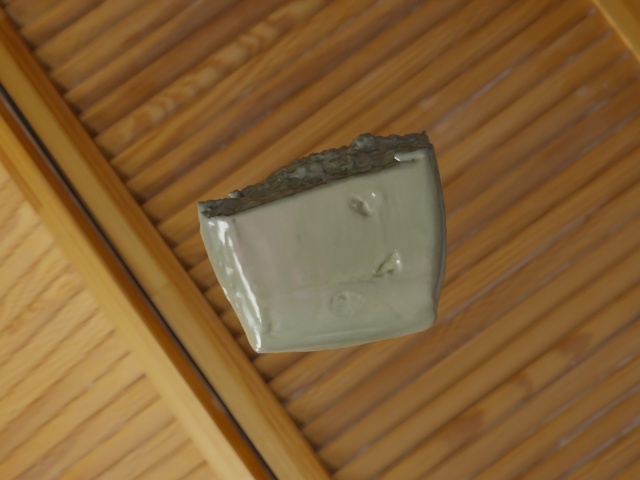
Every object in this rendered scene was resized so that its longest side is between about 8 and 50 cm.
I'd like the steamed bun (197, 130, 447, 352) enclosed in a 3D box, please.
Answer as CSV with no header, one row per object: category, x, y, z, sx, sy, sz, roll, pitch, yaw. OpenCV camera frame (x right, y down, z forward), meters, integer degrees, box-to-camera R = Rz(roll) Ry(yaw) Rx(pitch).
steamed bun,0.000,0.000,1.044,0.225,0.200,0.170,-8,-168,-4
